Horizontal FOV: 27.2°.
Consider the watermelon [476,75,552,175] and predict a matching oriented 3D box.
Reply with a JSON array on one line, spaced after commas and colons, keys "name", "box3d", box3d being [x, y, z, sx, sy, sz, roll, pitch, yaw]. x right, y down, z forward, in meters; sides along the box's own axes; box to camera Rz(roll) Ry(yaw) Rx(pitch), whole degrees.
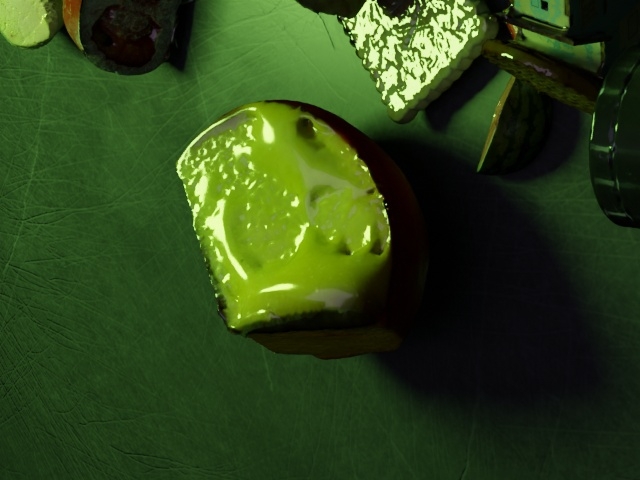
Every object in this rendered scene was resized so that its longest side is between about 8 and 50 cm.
[{"name": "watermelon", "box3d": [0.247, -0.137, 1.638, 0.069, 0.087, 0.163, 19, 120, 0]}]

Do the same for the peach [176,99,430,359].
[{"name": "peach", "box3d": [0.000, 0.000, 1.771, 0.306, 0.242, 0.380, -35, 59, 21]}]

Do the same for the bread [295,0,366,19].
[{"name": "bread", "box3d": [0.047, -0.422, 1.657, 0.152, 0.130, 0.267, 32, 125, -5]}]

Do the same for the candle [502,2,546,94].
[{"name": "candle", "box3d": [0.259, -0.243, 1.596, 0.052, 0.052, 0.130, -35, 74, 43]}]

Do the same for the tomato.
[{"name": "tomato", "box3d": [-0.314, -0.385, 2.065, 0.155, 0.181, 0.214, 46, 121, 50]}]

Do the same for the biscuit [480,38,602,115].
[{"name": "biscuit", "box3d": [0.265, -0.178, 1.470, 0.188, 0.188, 0.027, 31, 97, 36]}]

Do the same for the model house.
[{"name": "model house", "box3d": [0.287, -0.280, 1.466, 0.178, 0.271, 0.206, 24, 147, 34]}]

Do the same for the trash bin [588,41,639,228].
[{"name": "trash bin", "box3d": [0.453, -0.091, 1.334, 0.301, 0.203, 0.252, 11, 145, 41]}]

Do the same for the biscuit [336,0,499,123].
[{"name": "biscuit", "box3d": [0.097, -0.336, 1.736, 0.217, 0.044, 0.325, -44, 66, 38]}]

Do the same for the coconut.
[{"name": "coconut", "box3d": [-0.483, -0.409, 2.225, 0.147, 0.152, 0.147, 6, 128, 8]}]
